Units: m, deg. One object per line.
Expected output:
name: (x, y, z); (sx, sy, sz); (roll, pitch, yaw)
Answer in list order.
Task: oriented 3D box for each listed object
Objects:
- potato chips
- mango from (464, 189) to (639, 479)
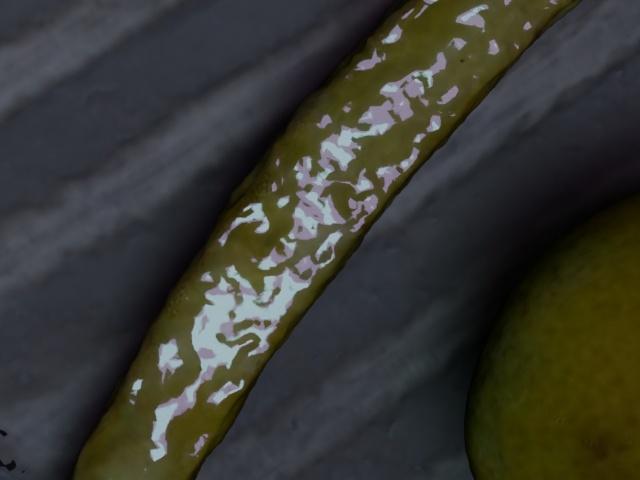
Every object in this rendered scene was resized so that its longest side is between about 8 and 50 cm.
potato chips: (0.000, 0.000, 0.719); (0.080, 0.057, 0.407); (37, 91, -14)
mango: (0.229, 0.112, 0.717); (0.378, 0.221, 0.264); (33, 95, -9)
